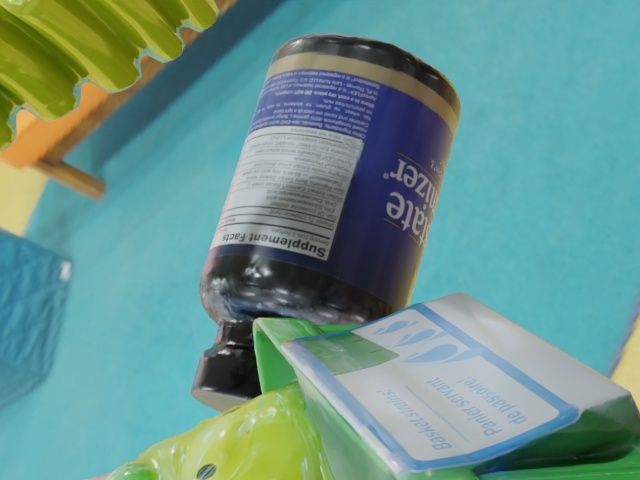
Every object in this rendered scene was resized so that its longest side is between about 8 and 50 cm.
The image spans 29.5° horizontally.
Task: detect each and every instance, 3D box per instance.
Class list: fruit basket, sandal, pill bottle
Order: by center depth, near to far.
[{"bbox_3d":[-0.046,0.130,0.414,0.327,0.353,0.165,-144,49,-69],"label":"fruit basket"},{"bbox_3d":[-0.168,-0.105,0.537,0.317,0.126,0.138,-35,71,-8],"label":"sandal"},{"bbox_3d":[0.000,0.000,0.717,0.123,0.123,0.219,-6,63,52],"label":"pill bottle"}]
